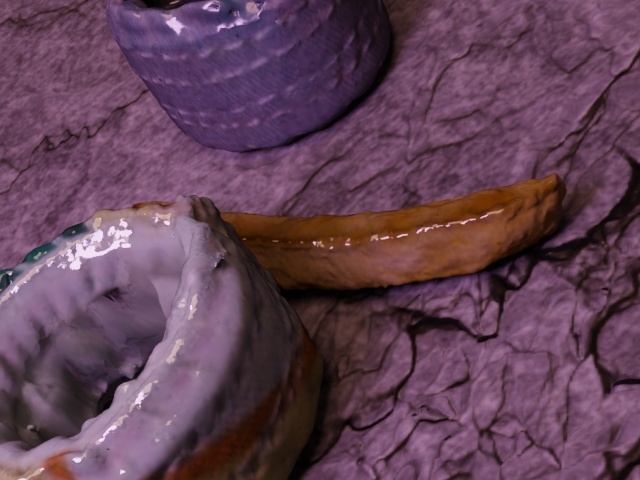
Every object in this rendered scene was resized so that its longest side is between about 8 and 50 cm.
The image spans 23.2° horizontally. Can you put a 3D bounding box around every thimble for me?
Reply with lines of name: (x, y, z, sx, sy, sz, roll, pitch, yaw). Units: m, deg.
thimble: (-0.142, 0.108, 1.158, 0.254, 0.167, 0.288, 25, 70, 43)
thimble: (-0.068, -0.204, 1.393, 0.236, 0.172, 0.205, 4, 52, 38)

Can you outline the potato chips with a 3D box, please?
potato chips: (0.000, 0.000, 1.244, 0.407, 0.057, 0.080, -2, 38, 33)
